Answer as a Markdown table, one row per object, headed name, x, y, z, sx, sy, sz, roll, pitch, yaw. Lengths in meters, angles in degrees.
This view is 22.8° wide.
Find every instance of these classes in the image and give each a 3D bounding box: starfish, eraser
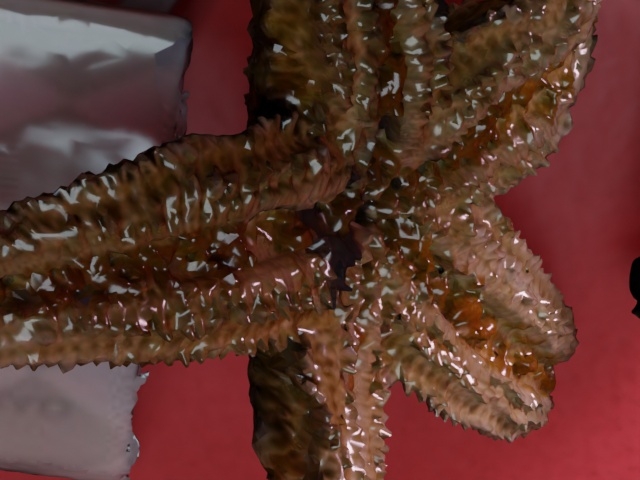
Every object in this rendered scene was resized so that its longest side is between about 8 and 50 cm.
| name | x | y | z | sx | sy | sz | roll | pitch | yaw |
| --- | --- | --- | --- | --- | --- | --- | --- | --- | --- |
| starfish | -0.004 | 0.002 | 0.503 | 0.303 | 0.113 | 0.312 | -12 | 105 | -44 |
| eraser | -0.253 | -0.016 | 0.561 | 0.397 | 0.082 | 0.213 | 8 | 112 | -6 |

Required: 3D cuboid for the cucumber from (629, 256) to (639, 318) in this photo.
| name | x | y | z | sx | sy | sz | roll | pitch | yaw |
| --- | --- | --- | --- | --- | --- | --- | --- | --- | --- |
| cucumber | 0.164 | -0.109 | 0.547 | 0.081 | 0.072 | 0.303 | 2 | 113 | -4 |
